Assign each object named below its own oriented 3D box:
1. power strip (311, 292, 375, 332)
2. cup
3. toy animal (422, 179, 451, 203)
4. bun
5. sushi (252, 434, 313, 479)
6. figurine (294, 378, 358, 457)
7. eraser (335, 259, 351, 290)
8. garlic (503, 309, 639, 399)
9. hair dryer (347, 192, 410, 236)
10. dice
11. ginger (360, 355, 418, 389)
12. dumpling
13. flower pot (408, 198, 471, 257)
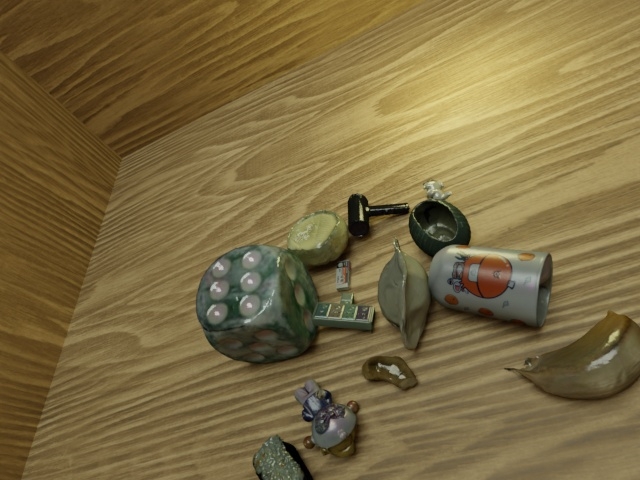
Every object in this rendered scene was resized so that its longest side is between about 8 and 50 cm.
[{"bbox_3d":[0.089,0.252,1.546,0.216,0.061,0.145,3,37,15],"label":"power strip"},{"bbox_3d":[0.503,0.125,1.304,0.318,0.212,0.212,6,60,37],"label":"cup"},{"bbox_3d":[0.446,-0.175,1.664,0.085,0.070,0.124,-12,42,4],"label":"toy animal"},{"bbox_3d":[0.000,0.000,1.747,0.260,0.152,0.259,-22,35,17],"label":"bun"},{"bbox_3d":[-0.107,0.703,1.292,0.136,0.126,0.225,-45,44,-5],"label":"sushi"},{"bbox_3d":[0.021,0.533,1.350,0.194,0.133,0.274,-21,33,1],"label":"figurine"},{"bbox_3d":[0.089,0.135,1.673,0.052,0.029,0.122,-13,50,24],"label":"eraser"},{"bbox_3d":[0.674,0.324,1.121,0.339,0.151,0.196,-36,18,13],"label":"garlic"},{"bbox_3d":[0.230,-0.117,1.731,0.252,0.089,0.197,-8,37,11],"label":"hair dryer"},{"bbox_3d":[-0.218,0.231,1.569,0.331,0.348,0.327,-18,51,21],"label":"dice"},{"bbox_3d":[0.213,0.410,1.359,0.190,0.069,0.095,-2,78,30],"label":"ginger"},{"bbox_3d":[0.263,0.154,1.391,0.182,0.260,0.341,12,55,29],"label":"dumpling"},{"bbox_3d":[0.415,-0.039,1.518,0.189,0.157,0.243,-33,45,4],"label":"flower pot"}]
